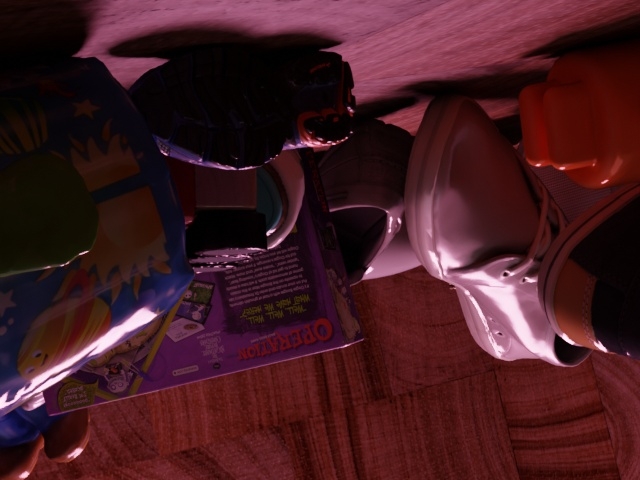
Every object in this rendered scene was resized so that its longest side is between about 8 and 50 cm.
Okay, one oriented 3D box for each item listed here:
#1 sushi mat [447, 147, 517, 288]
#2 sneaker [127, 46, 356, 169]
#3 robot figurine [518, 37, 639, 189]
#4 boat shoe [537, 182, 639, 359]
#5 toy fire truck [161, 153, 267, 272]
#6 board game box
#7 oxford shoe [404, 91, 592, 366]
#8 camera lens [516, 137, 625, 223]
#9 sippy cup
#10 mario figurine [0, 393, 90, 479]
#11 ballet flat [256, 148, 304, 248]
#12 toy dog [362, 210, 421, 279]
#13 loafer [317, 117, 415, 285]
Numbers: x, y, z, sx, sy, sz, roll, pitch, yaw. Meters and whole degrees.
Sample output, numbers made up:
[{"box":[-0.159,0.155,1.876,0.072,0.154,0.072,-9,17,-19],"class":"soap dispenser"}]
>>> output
[{"box":[0.201,-0.033,2.338,0.151,0.019,0.316,-15,-154,-1],"class":"sushi mat"},{"box":[-0.062,-0.084,1.297,0.087,0.083,0.221,-9,177,33],"class":"sneaker"},{"box":[0.285,-0.115,1.683,0.219,0.128,0.158,-12,152,-22],"class":"robot figurine"},{"box":[0.432,-0.048,1.791,0.500,0.187,0.156,-35,-142,-16],"class":"boat shoe"},{"box":[-0.176,-0.019,1.494,0.246,0.158,0.217,-1,174,-12],"class":"toy fire truck"},{"box":[-0.141,0.036,1.845,0.347,0.208,0.056,-14,176,27],"class":"board game box"},{"box":[0.189,-0.002,1.877,0.130,0.169,0.449,13,158,27],"class":"oxford shoe"},{"box":[0.356,-0.062,2.044,0.219,0.219,0.274,-10,175,-40],"class":"camera lens"},{"box":[-0.206,0.002,1.122,0.224,0.240,0.305,-23,-141,-20],"class":"sippy cup"},{"box":[-0.396,0.146,1.971,0.198,0.320,0.170,-45,-152,3],"class":"mario figurine"},{"box":[-0.188,-0.010,1.747,0.400,0.139,0.139,-15,176,20],"class":"ballet flat"},{"box":[0.091,-0.031,2.102,0.334,0.220,0.161,-19,147,-28],"class":"toy dog"},{"box":[0.000,0.000,1.887,0.112,0.111,0.319,21,144,-12],"class":"loafer"}]
